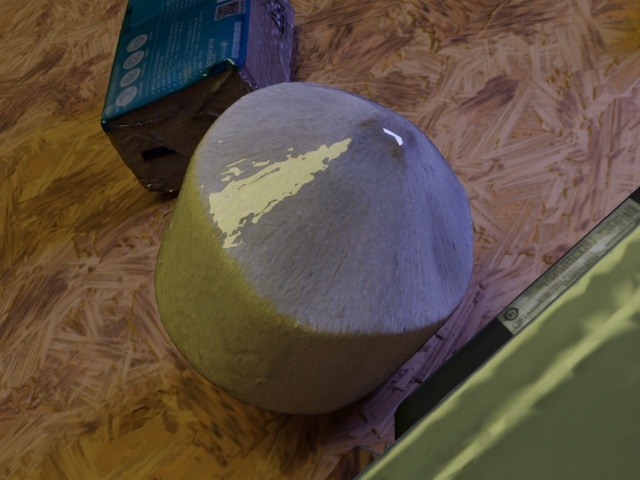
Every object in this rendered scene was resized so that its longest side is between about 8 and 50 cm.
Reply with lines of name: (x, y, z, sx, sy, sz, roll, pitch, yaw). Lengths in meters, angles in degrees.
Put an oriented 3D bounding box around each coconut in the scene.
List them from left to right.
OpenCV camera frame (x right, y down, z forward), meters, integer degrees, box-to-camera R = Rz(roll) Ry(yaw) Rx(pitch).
coconut: (0.000, 0.000, 0.922, 0.266, 0.237, 0.237, 116, 171, -48)

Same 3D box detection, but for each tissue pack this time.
tissue pack: (-0.134, -0.201, 1.368, 0.192, 0.134, 0.271, -21, 39, 20)

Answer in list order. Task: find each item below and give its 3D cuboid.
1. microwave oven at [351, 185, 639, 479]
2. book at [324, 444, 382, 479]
microwave oven: (0.233, 0.110, 0.589, 0.355, 0.218, 0.286, -43, 70, 1)
book: (0.008, 0.343, 0.735, 0.300, 0.039, 0.428, 14, 58, 46)
